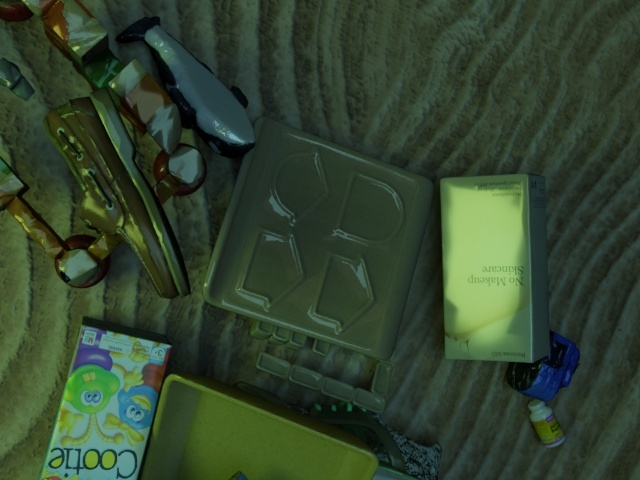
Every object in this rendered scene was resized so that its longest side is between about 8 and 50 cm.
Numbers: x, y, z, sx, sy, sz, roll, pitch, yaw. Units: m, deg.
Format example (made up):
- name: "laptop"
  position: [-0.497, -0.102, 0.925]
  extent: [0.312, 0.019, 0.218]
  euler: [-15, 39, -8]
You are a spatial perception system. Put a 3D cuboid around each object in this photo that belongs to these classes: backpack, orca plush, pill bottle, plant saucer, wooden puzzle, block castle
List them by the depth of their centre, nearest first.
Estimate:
- name: "block castle"
  position: [-0.409, -0.175, 1.396]
  extent: [0.303, 0.213, 0.453]
  euler: [-44, 99, -7]
- name: "plant saucer"
  position: [-0.101, 0.361, 1.448]
  extent: [0.333, 0.081, 0.333]
  euler: [21, 123, 4]
- name: "orca plush"
  position: [-0.223, -0.224, 1.496]
  extent: [0.287, 0.151, 0.102]
  euler: [41, 124, 2]
- name: "wooden puzzle"
  position: [0.000, 0.000, 1.549]
  extent: [0.348, 0.080, 0.322]
  euler: [20, 77, -18]
- name: "backpack"
  position: [0.396, 0.224, 1.650]
  extent: [0.101, 0.098, 0.120]
  euler: [28, 83, -16]
- name: "pill bottle"
  position: [0.405, 0.328, 1.680]
  extent: [0.043, 0.043, 0.083]
  euler: [-29, 97, -12]

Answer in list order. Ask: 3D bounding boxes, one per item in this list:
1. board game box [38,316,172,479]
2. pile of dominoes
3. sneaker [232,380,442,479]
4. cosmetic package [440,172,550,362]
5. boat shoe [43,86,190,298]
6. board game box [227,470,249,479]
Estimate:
- name: "board game box"
  position: [-0.336, 0.272, 1.449]
  extent: [0.142, 0.144, 0.275]
  euler: [15, 87, -13]
- name: "pile of dominoes"
  position: [0.009, 0.165, 1.580]
  extent: [0.251, 0.040, 0.196]
  euler: [23, 64, -13]
- name: "sneaker"
  position: [0.035, 0.329, 1.569]
  extent: [0.410, 0.158, 0.182]
  euler: [32, 50, -8]
- name: "cosmetic package"
  position: [0.297, 0.045, 1.583]
  extent: [0.160, 0.113, 0.309]
  euler: [-3, 89, 28]
- name: "boat shoe"
  position: [-0.276, -0.050, 1.273]
  extent: [0.104, 0.111, 0.307]
  euler: [-24, 87, -7]
- name: "board game box"
  position: [-0.126, 0.538, 1.390]
  extent: [0.232, 0.141, 0.291]
  euler: [-37, 99, 19]
